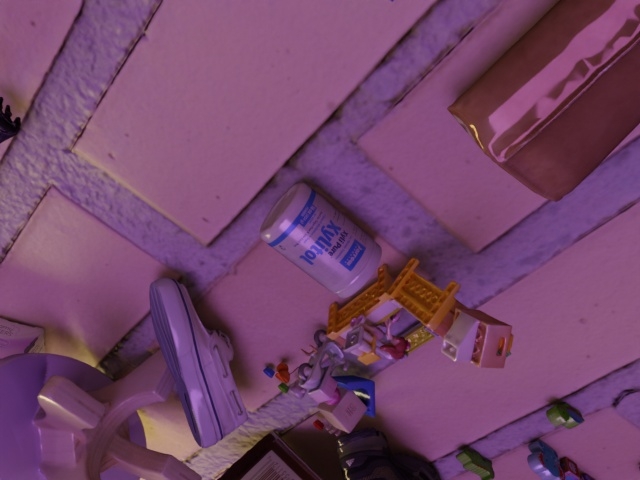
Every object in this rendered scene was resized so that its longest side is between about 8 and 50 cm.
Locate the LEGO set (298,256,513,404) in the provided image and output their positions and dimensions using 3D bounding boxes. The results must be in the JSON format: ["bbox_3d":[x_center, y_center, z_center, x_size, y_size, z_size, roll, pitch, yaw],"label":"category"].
[{"bbox_3d":[0.101,0.099,0.582,0.107,0.132,0.287,36,146,-21],"label":"LEGO set"}]

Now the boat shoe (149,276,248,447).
[{"bbox_3d":[-0.145,0.140,0.698,0.083,0.076,0.226,23,128,52],"label":"boat shoe"}]

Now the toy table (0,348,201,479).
[{"bbox_3d":[-0.276,0.243,0.708,0.161,0.252,0.274,-6,146,33],"label":"toy table"}]

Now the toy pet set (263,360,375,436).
[{"bbox_3d":[0.010,0.187,0.721,0.122,0.065,0.114,51,153,-20],"label":"toy pet set"}]

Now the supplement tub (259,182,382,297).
[{"bbox_3d":[0.000,0.000,0.569,0.107,0.071,0.071,37,123,-16],"label":"supplement tub"}]

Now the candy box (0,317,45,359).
[{"bbox_3d":[-0.472,0.188,0.791,0.165,0.070,0.196,16,126,-1],"label":"candy box"}]

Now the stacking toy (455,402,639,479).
[{"bbox_3d":[0.314,0.307,0.738,0.221,0.052,0.167,35,123,-14],"label":"stacking toy"}]

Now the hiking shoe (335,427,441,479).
[{"bbox_3d":[0.094,0.340,0.753,0.086,0.114,0.227,-29,128,27],"label":"hiking shoe"}]

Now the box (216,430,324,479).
[{"bbox_3d":[0.018,0.467,0.805,0.191,0.143,0.381,19,143,54],"label":"box"}]

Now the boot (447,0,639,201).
[{"bbox_3d":[0.190,-0.176,0.398,0.236,0.089,0.269,34,125,-13],"label":"boot"}]

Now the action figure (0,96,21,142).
[{"bbox_3d":[-0.423,-0.066,0.564,0.276,0.141,0.164,-35,115,13],"label":"action figure"}]
